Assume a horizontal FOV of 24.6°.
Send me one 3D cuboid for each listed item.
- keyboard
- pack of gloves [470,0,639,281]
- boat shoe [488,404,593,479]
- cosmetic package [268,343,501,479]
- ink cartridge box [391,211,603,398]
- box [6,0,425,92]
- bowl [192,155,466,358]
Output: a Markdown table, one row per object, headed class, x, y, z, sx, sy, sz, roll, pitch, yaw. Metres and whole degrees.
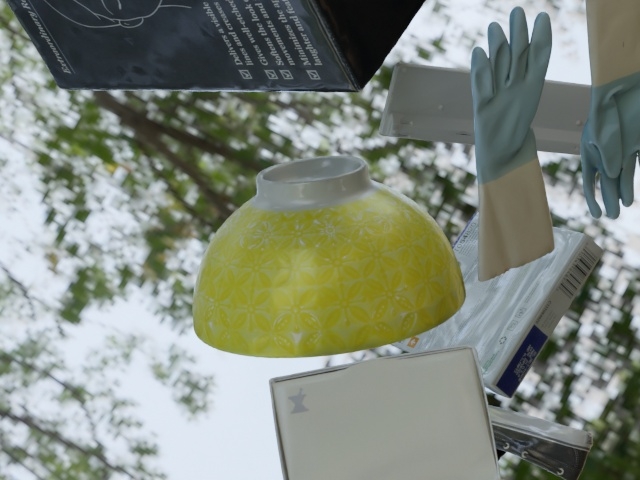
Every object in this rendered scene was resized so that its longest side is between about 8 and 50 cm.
| class | x | y | z | sx | sy | sz | roll | pitch | yaw |
| --- | --- | --- | --- | --- | --- | --- | --- | --- | --- |
| keyboard | 0.178 | -0.122 | 1.401 | 0.256 | 0.014 | 0.072 | 4 | -72 | -24 |
| pack of gloves | 0.193 | -0.103 | 1.207 | 0.195 | 0.046 | 0.232 | -22 | -55 | -26 |
| boat shoe | 0.214 | 0.241 | 1.783 | 0.080 | 0.229 | 0.076 | 28 | -104 | -68 |
| cosmetic package | 0.054 | 0.192 | 1.197 | 0.160 | 0.113 | 0.309 | -10 | -21 | 1 |
| ink cartridge box | 0.217 | 0.075 | 1.840 | 0.045 | 0.224 | 0.223 | 40 | -101 | -30 |
| box | -0.125 | -0.312 | 1.368 | 0.212 | 0.395 | 0.293 | -57 | -45 | -32 |
| bowl | 0.000 | 0.000 | 1.524 | 0.289 | 0.289 | 0.156 | -24 | -68 | -46 |
